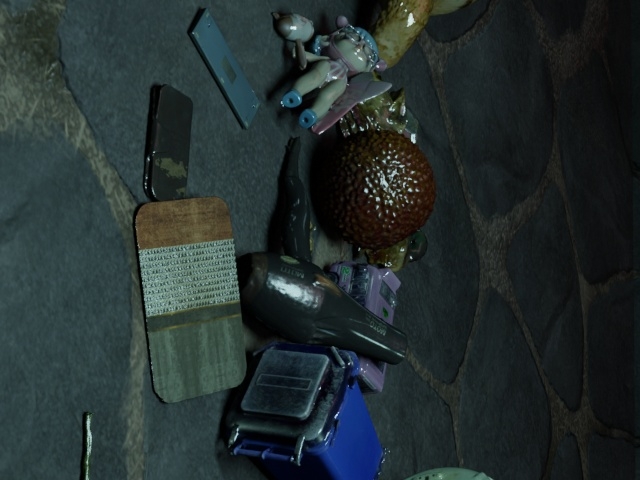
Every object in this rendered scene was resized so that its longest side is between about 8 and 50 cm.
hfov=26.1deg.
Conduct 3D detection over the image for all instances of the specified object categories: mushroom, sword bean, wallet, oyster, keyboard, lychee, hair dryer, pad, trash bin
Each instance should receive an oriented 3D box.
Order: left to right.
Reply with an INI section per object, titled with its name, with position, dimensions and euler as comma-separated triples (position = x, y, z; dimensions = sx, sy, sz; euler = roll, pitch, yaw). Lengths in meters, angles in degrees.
[sword bean]
position = -0.261, 0.233, 1.546
dimensions = 0.012, 0.012, 0.083
euler = 24, 62, -59
[wallet]
position = -0.192, -0.118, 1.749
dimensions = 0.082, 0.018, 0.157
euler = 31, 58, -57
[keyboard]
position = -0.131, -0.234, 1.896
dimensions = 0.176, 0.014, 0.055
euler = 60, 36, -38
[pad]
position = -0.090, 0.062, 1.777
dimensions = 0.323, 0.055, 0.250
euler = -8, 91, -30
[trash bin]
position = -0.013, 0.268, 1.867
dimensions = 0.184, 0.162, 0.234
euler = -66, 146, -33
[hair dryer]
position = 0.000, 0.000, 1.979
dimensions = 0.303, 0.120, 0.359
euler = 22, 49, -33
[lychee]
position = 0.087, -0.080, 2.093
dimensions = 0.194, 0.194, 0.194
euler = 22, 65, -60
[oyster]
position = 0.117, -0.127, 2.278
dimensions = 0.221, 0.096, 0.361
euler = -12, 97, -70
[mushroom]
position = 0.169, -0.432, 2.274
dimensions = 0.267, 0.267, 0.255
euler = -39, 118, -59

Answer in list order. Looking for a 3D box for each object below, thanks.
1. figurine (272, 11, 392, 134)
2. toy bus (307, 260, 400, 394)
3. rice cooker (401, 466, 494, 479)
[figurine]
position = -0.005, -0.259, 2.080
dimensions = 0.205, 0.103, 0.260
euler = 40, 39, -3
[toy bus]
position = 0.052, 0.130, 2.069
dimensions = 0.096, 0.108, 0.199
euler = 49, 43, -48
[rice cooker]
position = 0.205, 0.517, 2.107
dimensions = 0.277, 0.288, 0.288
euler = 63, 34, -35
